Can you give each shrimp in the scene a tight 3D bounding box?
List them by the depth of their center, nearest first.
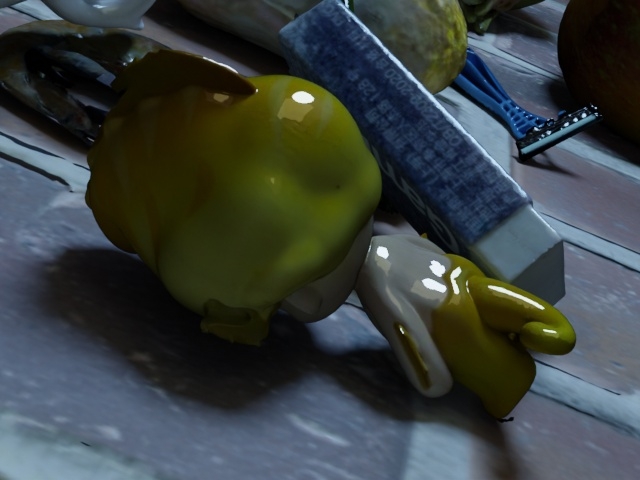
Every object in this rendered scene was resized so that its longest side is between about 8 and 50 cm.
[{"bbox_3d":[-0.105,-0.095,0.768,0.219,0.046,0.152,18,22,-3],"label":"shrimp"}]

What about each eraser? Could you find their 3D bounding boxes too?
[{"bbox_3d":[0.059,-0.045,0.707,0.212,0.046,0.092,50,-6,25],"label":"eraser"}]

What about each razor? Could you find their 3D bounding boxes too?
[{"bbox_3d":[0.158,-0.140,1.120,0.082,0.042,0.253,-29,39,-9],"label":"razor"}]

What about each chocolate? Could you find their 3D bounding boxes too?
[{"bbox_3d":[-0.019,-0.209,0.996,0.309,0.134,0.134,33,25,16],"label":"chocolate"}]

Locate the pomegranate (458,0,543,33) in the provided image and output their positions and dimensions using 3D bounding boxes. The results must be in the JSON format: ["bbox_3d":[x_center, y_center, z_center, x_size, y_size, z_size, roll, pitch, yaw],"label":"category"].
[{"bbox_3d":[0.235,-0.358,1.494,0.204,0.222,0.276,16,55,-33],"label":"pomegranate"}]

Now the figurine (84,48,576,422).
[{"bbox_3d":[0.000,0.000,0.583,0.246,0.131,0.156,28,37,-14],"label":"figurine"}]

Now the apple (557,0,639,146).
[{"bbox_3d":[0.442,-0.228,1.246,0.374,0.374,0.384,27,53,10],"label":"apple"}]

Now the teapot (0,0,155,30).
[{"bbox_3d":[-0.226,-0.188,0.701,0.298,0.139,0.204,-2,30,-22],"label":"teapot"}]

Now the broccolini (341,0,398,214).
[{"bbox_3d":[0.032,-0.130,0.844,0.071,0.058,0.254,40,36,-50],"label":"broccolini"}]
